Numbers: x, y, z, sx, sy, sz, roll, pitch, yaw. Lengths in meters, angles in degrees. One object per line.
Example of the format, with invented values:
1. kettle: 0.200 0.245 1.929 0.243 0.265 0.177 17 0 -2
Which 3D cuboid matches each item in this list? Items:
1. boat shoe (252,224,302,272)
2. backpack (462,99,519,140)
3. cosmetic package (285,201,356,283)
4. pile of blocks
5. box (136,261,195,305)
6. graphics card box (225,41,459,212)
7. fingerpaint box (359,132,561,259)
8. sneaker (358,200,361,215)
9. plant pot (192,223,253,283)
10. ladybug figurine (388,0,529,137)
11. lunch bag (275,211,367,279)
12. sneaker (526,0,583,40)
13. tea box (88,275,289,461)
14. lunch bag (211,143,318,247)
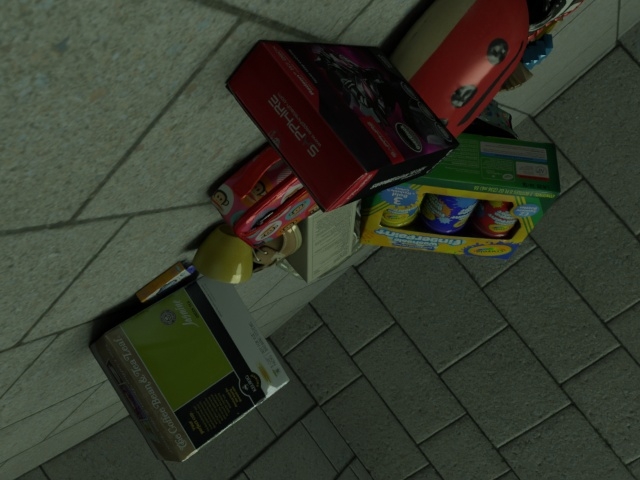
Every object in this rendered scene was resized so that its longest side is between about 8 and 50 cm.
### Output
1. boat shoe: -0.135 0.012 1.577 0.110 0.122 0.341 -35 172 -23
2. backpack: 0.376 -0.295 1.737 0.253 0.191 0.225 11 142 -30
3. cosmetic package: -0.004 -0.043 1.593 0.160 0.113 0.309 -34 155 -22
4. pile of blocks: 0.459 -0.435 1.571 0.362 0.149 0.113 -36 170 -14
5. box: -0.350 0.094 1.462 0.136 0.028 0.081 -39 171 -8
6. graphics card box: 0.055 -0.187 0.983 0.094 0.233 0.371 -44 168 31
7. fingerpaint box: 0.350 -0.114 1.718 0.444 0.163 0.371 7 152 -3
8. sneaker: 0.233 -0.159 2.233 0.118 0.110 0.292 -42 176 -39
9. plant pot: -0.204 0.019 1.401 0.134 0.134 0.095 -22 135 -59
10. ladybug figurine: 0.247 -0.317 1.230 0.305 0.162 0.449 -31 164 -35
11. lunch bag: 0.000 0.000 1.918 0.235 0.169 0.287 -37 164 17
12. sneaker: 0.506 -0.536 1.408 0.276 0.098 0.135 -37 173 0
13. tea box: -0.314 0.294 1.529 0.323 0.329 0.220 -31 -179 -33
14. lunch bag: -0.066 -0.121 1.238 0.293 0.120 0.258 -39 167 -1
